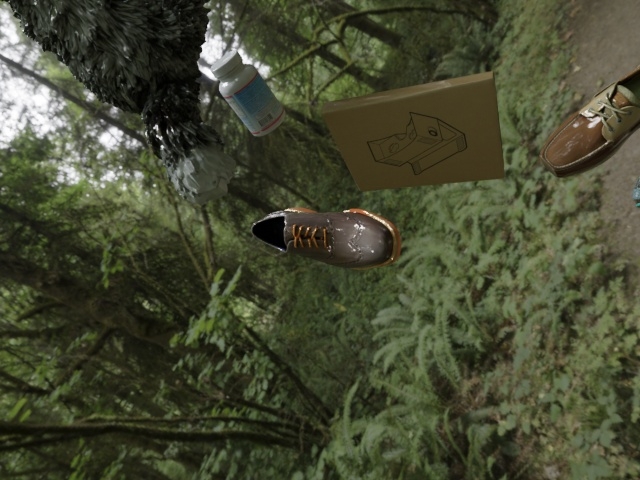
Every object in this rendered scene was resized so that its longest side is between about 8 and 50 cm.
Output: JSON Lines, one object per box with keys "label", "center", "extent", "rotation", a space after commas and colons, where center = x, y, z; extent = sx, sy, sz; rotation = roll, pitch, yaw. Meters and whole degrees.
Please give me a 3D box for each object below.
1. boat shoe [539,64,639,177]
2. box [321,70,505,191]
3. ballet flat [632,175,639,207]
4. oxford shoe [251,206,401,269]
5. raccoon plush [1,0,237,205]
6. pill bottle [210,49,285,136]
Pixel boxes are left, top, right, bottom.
{"label": "boat shoe", "center": [0.587, -0.260, 0.922], "extent": [0.324, 0.122, 0.120], "rotation": [-39, -26, 11]}
{"label": "box", "center": [0.121, -0.126, 0.589], "extent": [0.164, 0.201, 0.021], "rotation": [54, -140, -50]}
{"label": "ballet flat", "center": [0.501, -0.067, 0.574], "extent": [0.070, 0.188, 0.070], "rotation": [-17, -69, -55]}
{"label": "oxford shoe", "center": [0.000, 0.000, 0.980], "extent": [0.133, 0.364, 0.129], "rotation": [-9, -79, -45]}
{"label": "raccoon plush", "center": [-0.275, -0.266, 0.530], "extent": [0.216, 0.446, 0.299], "rotation": [-50, -29, 19]}
{"label": "pill bottle", "center": [-0.147, -0.298, 0.944], "extent": [0.087, 0.160, 0.087], "rotation": [-23, 38, 20]}
